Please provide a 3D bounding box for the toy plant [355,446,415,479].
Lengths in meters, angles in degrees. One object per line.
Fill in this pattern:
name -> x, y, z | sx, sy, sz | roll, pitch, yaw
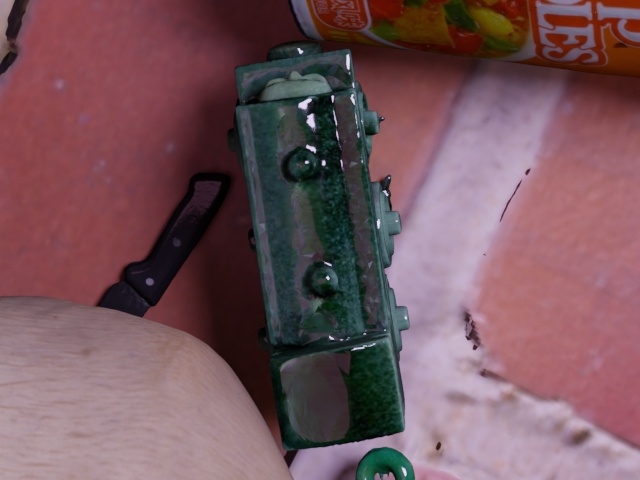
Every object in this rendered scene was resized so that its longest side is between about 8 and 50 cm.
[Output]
toy plant -> 0.028, 0.196, 0.721 | 0.142, 0.105, 0.200 | -18, 78, 22

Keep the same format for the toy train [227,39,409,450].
toy train -> 0.000, 0.000, 0.689 | 0.071, 0.111, 0.171 | -8, 97, 2

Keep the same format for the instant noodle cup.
instant noodle cup -> 0.085, -0.138, 0.647 | 0.185, 0.168, 0.168 | 2, 98, 13

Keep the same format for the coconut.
coconut -> -0.103, 0.126, 0.673 | 0.224, 0.224, 0.224 | 1, 98, 6

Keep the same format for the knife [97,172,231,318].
knife -> -0.094, 0.036, 0.752 | 0.023, 0.010, 0.170 | 34, 101, 0
